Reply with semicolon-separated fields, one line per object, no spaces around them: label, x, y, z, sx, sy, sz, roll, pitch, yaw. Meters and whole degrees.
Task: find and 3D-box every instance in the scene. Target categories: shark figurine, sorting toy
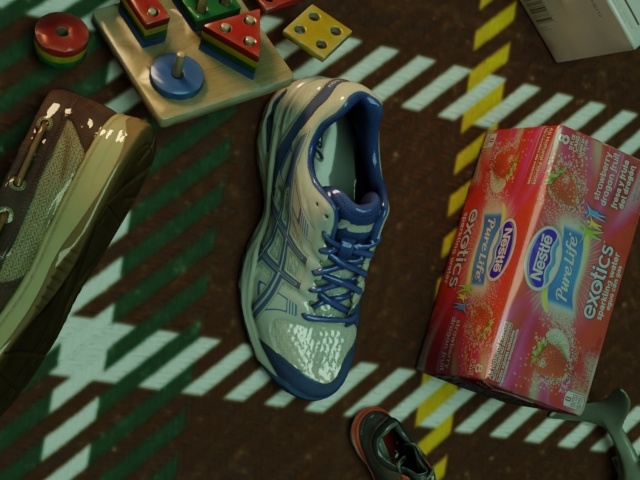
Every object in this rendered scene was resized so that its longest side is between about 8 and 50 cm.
shark figurine;0.313;0.291;1.538;0.166;0.116;0.278;11;87;-27
sorting toy;-0.100;-0.180;1.324;0.274;0.046;0.132;-21;63;-27

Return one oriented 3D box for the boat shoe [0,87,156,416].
boat shoe;-0.268;0.025;1.258;0.123;0.123;0.342;28;79;7

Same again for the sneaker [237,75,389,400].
sneaker;0.000;0.000;1.369;0.112;0.131;0.296;-3;93;-28

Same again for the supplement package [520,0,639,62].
supplement package;0.321;-0.304;1.522;0.244;0.134;0.139;-39;106;-21

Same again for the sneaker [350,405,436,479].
sneaker;0.083;0.230;1.447;0.061;0.065;0.158;-39;106;-21

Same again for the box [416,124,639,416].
box;0.205;0.027;1.471;0.122;0.128;0.257;21;82;-25
